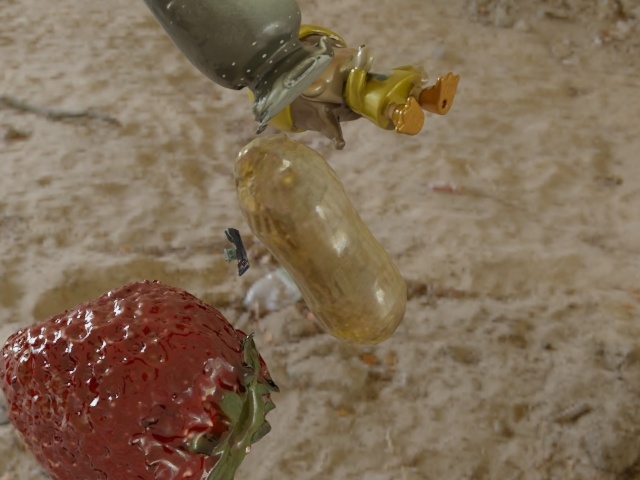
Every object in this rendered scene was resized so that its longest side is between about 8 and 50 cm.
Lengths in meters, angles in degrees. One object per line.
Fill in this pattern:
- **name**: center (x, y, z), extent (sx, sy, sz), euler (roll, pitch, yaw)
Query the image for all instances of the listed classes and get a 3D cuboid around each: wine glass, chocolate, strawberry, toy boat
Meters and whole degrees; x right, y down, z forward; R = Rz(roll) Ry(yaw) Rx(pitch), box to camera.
- **wine glass**: center (-0.085, -0.207, 0.913), extent (0.204, 0.111, 0.111), euler (48, 39, 0)
- **chocolate**: center (0.000, 0.000, 1.276), extent (0.134, 0.309, 0.134), euler (-33, 15, 10)
- **strawberry**: center (-0.196, 0.158, 1.022), extent (0.276, 0.257, 0.257), euler (16, 32, 19)
- **toy boat**: center (-0.137, 0.018, 1.600), extent (0.038, 0.038, 0.083), euler (-12, 70, -22)

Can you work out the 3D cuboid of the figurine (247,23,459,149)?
- **figurine**: center (0.038, -0.248, 1.647), extent (0.343, 0.187, 0.215), euler (20, 26, 36)
